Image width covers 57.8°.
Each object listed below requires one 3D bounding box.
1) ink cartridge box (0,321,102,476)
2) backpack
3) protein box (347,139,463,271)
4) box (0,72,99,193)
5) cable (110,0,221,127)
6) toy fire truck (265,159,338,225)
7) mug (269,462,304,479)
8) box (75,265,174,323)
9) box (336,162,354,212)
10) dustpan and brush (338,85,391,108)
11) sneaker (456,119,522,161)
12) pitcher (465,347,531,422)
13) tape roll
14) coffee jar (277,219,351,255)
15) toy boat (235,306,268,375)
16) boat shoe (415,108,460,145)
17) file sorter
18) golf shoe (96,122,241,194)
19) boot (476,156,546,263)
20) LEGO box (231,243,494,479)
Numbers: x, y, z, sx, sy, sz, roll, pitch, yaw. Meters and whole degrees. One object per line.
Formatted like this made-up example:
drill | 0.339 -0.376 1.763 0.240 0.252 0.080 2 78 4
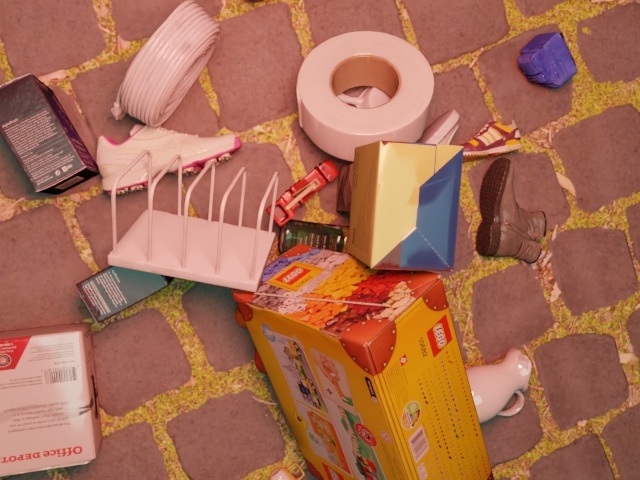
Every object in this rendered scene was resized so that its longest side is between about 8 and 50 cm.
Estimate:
ink cartridge box | -0.573 0.322 1.200 0.197 0.114 0.272 -5 93 -11
backpack | 0.537 -0.417 1.376 0.101 0.098 0.120 -42 112 3
protein box | 0.136 -0.061 0.984 0.136 0.201 0.199 3 95 -8
box | -0.552 -0.206 1.158 0.108 0.153 0.207 -29 98 -8
cable | -0.295 -0.345 1.144 0.089 0.257 0.257 37 64 -11
toy fire truck | -0.035 -0.109 1.265 0.192 0.135 0.047 -39 99 -6
mug | -0.082 0.556 1.338 0.062 0.078 0.064 -37 90 26
box | -0.397 0.084 1.199 0.158 0.156 0.093 -29 96 -8
box | 0.105 -0.107 1.219 0.094 0.275 0.113 4 92 -9
dustpan and brush | 0.118 -0.315 1.329 0.211 0.060 0.147 12 78 -17
sneaker | 0.385 -0.239 1.375 0.186 0.069 0.083 -10 86 -16
pitcher | 0.403 0.374 1.386 0.207 0.125 0.177 -21 112 -20
tape roll | 0.092 -0.307 1.230 0.286 0.100 0.286 -1 64 2
coffee jar | 0.000 0.000 1.297 0.185 0.096 0.079 6 97 -10
toy boat | -0.118 0.172 1.279 0.151 0.151 0.231 11 91 18
boat shoe | 0.246 -0.176 1.335 0.088 0.096 0.267 36 87 -14
file sorter | -0.231 -0.049 1.094 0.278 0.193 0.173 10 120 2
golf shoe | -0.323 -0.195 1.223 0.306 0.115 0.140 -18 93 -10
boot | 0.470 -0.070 1.397 0.161 0.083 0.246 4 98 -17
LEGO box | 0.084 0.288 1.104 0.193 0.373 0.500 -35 119 -31
